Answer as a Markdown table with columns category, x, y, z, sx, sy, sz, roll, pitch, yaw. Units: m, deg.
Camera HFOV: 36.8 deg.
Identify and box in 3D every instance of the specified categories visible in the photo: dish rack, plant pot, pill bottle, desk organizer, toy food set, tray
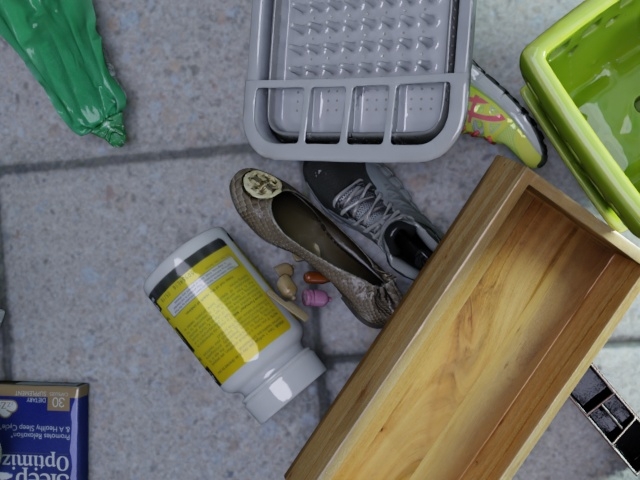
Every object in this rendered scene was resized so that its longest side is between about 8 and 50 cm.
| category | x | y | z | sx | sy | sz | roll | pitch | yaw |
| --- | --- | --- | --- | --- | --- | --- | --- | --- | --- |
| dish rack | 0.053 | -0.250 | 1.061 | 0.285 | 0.072 | 0.333 | 4 | 91 | 35 |
| plant pot | 0.343 | -0.143 | 0.977 | 0.228 | 0.207 | 0.227 | -34 | 85 | 3 |
| pill bottle | -0.095 | 0.098 | 1.099 | 0.119 | 0.119 | 0.208 | -40 | 84 | 7 |
| desk organizer | 0.322 | 0.194 | 1.067 | 0.047 | 0.050 | 0.130 | -41 | 84 | 7 |
| toy food set | -0.013 | 0.039 | 1.109 | 0.078 | 0.019 | 0.122 | 36 | 53 | 0 |
| tray | 0.159 | 0.137 | 1.024 | 0.202 | 0.076 | 0.411 | 31 | 94 | -23 |

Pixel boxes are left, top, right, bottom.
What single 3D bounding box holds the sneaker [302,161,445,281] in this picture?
| category | x | y | z | sx | sy | sz | roll | pitch | yaw |
| --- | --- | --- | --- | --- | --- | --- | --- | --- | --- |
| sneaker | 0.068 | -0.030 | 1.066 | 0.228 | 0.132 | 0.086 | 39 | 96 | 7 |

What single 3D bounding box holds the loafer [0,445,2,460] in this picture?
| category | x | y | z | sx | sy | sz | roll | pitch | yaw |
| --- | --- | --- | --- | --- | --- | --- | --- | --- | --- |
| loafer | -0.475 | 0.292 | 1.146 | 0.251 | 0.087 | 0.094 | -41 | 91 | 25 |

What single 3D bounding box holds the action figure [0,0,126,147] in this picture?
| category | x | y | z | sx | sy | sz | roll | pitch | yaw |
| --- | --- | --- | --- | --- | --- | --- | --- | --- | --- |
| action figure | -0.297 | -0.211 | 1.158 | 0.137 | 0.063 | 0.232 | -31 | 82 | 6 |

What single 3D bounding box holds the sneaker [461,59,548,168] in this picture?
| category | x | y | z | sx | sy | sz | roll | pitch | yaw |
| --- | --- | --- | --- | --- | --- | --- | --- | --- | --- |
| sneaker | 0.166 | -0.145 | 1.083 | 0.208 | 0.081 | 0.094 | 46 | 103 | 13 |

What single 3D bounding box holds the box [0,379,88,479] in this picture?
| category | x | y | z | sx | sy | sz | roll | pitch | yaw |
| --- | --- | --- | --- | --- | --- | --- | --- | --- | --- |
| box | -0.355 | 0.288 | 1.185 | 0.136 | 0.036 | 0.225 | 0 | 92 | 9 |

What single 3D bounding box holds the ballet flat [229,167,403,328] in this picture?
| category | x | y | z | sx | sy | sz | roll | pitch | yaw |
| --- | --- | --- | --- | --- | --- | --- | --- | --- | --- |
| ballet flat | 0.000 | 0.000 | 1.088 | 0.250 | 0.058 | 0.084 | 44 | 53 | 6 |

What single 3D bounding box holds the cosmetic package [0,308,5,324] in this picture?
| category | x | y | z | sx | sy | sz | roll | pitch | yaw |
| --- | --- | --- | --- | --- | --- | --- | --- | --- | --- |
| cosmetic package | -0.535 | 0.107 | 1.117 | 0.224 | 0.224 | 0.138 | 21 | 94 | 8 |
